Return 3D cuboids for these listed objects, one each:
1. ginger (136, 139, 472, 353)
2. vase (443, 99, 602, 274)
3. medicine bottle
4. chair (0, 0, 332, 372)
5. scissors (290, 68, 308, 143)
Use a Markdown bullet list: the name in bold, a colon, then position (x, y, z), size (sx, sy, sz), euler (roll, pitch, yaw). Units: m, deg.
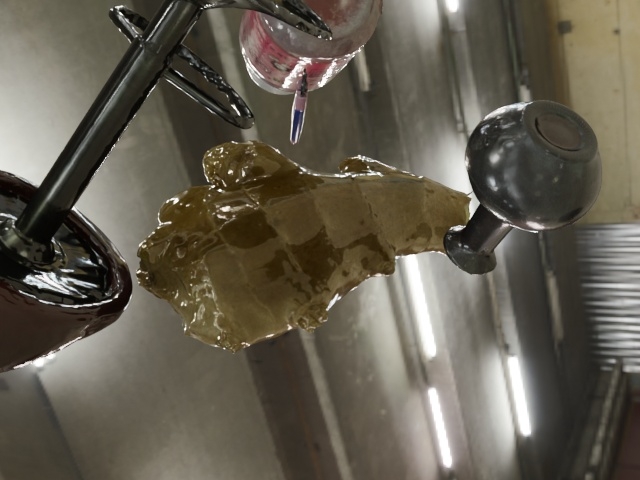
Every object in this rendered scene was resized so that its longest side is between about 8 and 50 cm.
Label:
- **ginger**: position (-0.017, -0.010, 0.875), size (0.376, 0.236, 0.165), euler (-14, -57, -46)
- **vase**: position (0.171, -0.038, 0.724), size (0.120, 0.120, 0.182), euler (-61, -3, -40)
- **medicine bottle**: position (-0.025, -0.254, 0.966), size (0.247, 0.147, 0.147), euler (160, 114, -75)
- **chair**: position (-0.197, -0.084, 0.682), size (0.401, 0.226, 0.227), euler (-51, -27, 15)
- **scissors**: position (-0.023, -0.151, 0.885), size (0.113, 0.012, 0.039), euler (106, 168, -62)
